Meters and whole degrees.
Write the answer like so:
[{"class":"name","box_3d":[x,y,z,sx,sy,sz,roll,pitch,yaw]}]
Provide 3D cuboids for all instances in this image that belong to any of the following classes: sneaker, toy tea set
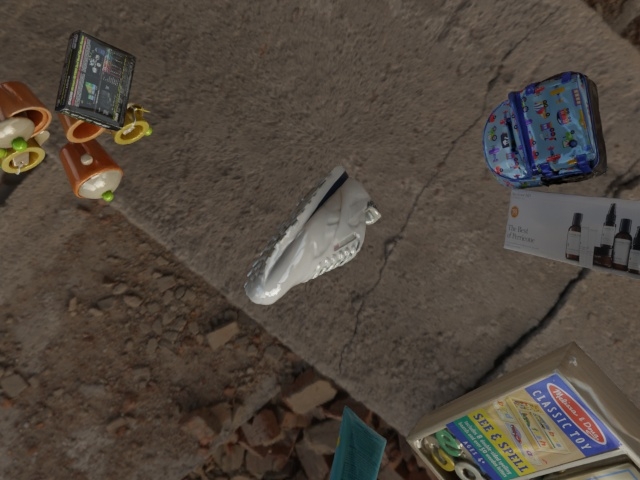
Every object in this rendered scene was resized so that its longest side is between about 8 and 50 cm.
[{"class":"sneaker","box_3d":[0.000,0.000,0.631,0.095,0.235,0.090,46,138,-9]},{"class":"toy tea set","box_3d":[-0.419,-0.148,0.906,0.200,0.336,0.124,-37,82,19]}]

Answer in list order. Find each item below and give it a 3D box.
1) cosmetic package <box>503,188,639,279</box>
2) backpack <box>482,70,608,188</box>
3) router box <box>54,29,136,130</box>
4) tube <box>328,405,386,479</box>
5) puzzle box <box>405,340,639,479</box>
[{"class":"cosmetic package","box_3d":[0.365,-0.016,0.748,0.060,0.239,0.099,4,97,-25]},{"class":"backpack","box_3d":[0.318,-0.156,0.800,0.173,0.117,0.158,-8,88,38]},{"class":"router box","box_3d":[-0.338,-0.237,0.810,0.038,0.092,0.123,3,82,41]},{"class":"tube","box_3d":[0.039,0.309,0.680,0.080,0.207,0.052,46,122,-11]},{"class":"puzzle box","box_3d":[0.308,0.325,0.574,0.409,0.052,0.272,48,139,10]}]
